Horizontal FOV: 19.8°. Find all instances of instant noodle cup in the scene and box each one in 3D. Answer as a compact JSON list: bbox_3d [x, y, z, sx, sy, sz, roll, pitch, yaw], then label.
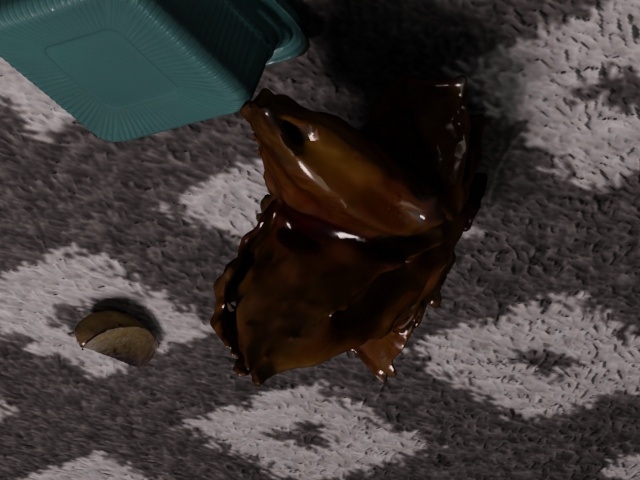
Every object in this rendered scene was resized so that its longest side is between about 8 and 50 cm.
[{"bbox_3d":[-0.114,-0.123,1.056,0.157,0.070,0.179,-13,145,31],"label":"instant noodle cup"}]

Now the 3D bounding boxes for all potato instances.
[{"bbox_3d":[-0.157,0.068,1.411,0.037,0.036,0.093,-44,154,8],"label":"potato"}]

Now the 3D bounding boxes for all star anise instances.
[{"bbox_3d":[0.009,0.007,1.144,0.148,0.237,0.346,34,162,8],"label":"star anise"}]
